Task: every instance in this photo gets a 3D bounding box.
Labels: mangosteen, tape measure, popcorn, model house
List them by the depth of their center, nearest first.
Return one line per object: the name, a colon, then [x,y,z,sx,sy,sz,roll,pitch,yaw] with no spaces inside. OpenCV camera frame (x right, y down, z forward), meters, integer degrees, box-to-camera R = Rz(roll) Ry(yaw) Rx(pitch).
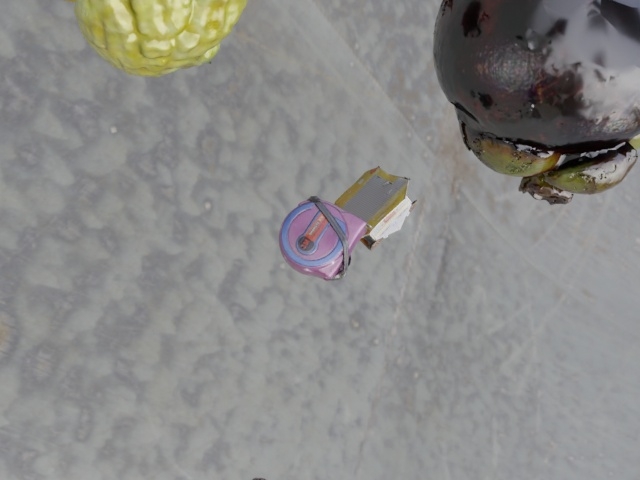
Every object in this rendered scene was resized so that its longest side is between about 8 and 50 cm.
popcorn: [-0.132,-0.225,0.622,0.142,0.173,0.173,48,49,-11]
mangosteen: [0.379,-0.270,1.085,0.381,0.381,0.421,-45,110,-43]
tape measure: [0.000,0.000,1.101,0.118,0.125,0.074,-56,167,-10]
model house: [0.136,-0.043,1.708,0.219,0.207,0.136,-47,124,-6]

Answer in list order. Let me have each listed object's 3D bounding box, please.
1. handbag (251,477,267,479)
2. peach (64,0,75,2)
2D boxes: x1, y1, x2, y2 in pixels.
handbag: [0.009,0.347,0.707,0.216,0.203,0.074,32,106,-30]
peach: [-0.313,-0.492,0.980,0.315,0.314,0.281,-53,158,-7]
